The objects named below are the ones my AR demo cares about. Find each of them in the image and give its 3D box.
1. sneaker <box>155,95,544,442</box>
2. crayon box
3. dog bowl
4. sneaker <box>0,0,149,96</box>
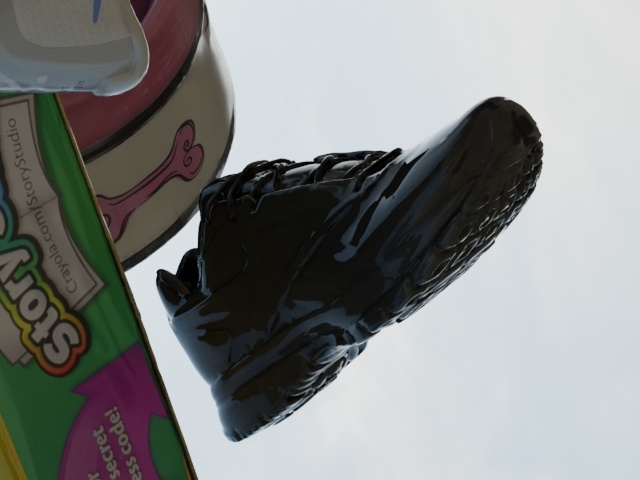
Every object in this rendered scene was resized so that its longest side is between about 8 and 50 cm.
[{"bbox_3d":[0.000,0.000,0.886,0.130,0.286,0.109,53,-142,5],"label":"sneaker"},{"bbox_3d":[-0.249,-0.018,0.855,0.106,0.313,0.363,-35,-65,-40],"label":"crayon box"},{"bbox_3d":[-0.264,-0.141,1.176,0.150,0.408,0.408,93,174,-48],"label":"dog bowl"},{"bbox_3d":[-0.061,-0.124,0.399,0.083,0.071,0.190,8,-89,-25],"label":"sneaker"}]
